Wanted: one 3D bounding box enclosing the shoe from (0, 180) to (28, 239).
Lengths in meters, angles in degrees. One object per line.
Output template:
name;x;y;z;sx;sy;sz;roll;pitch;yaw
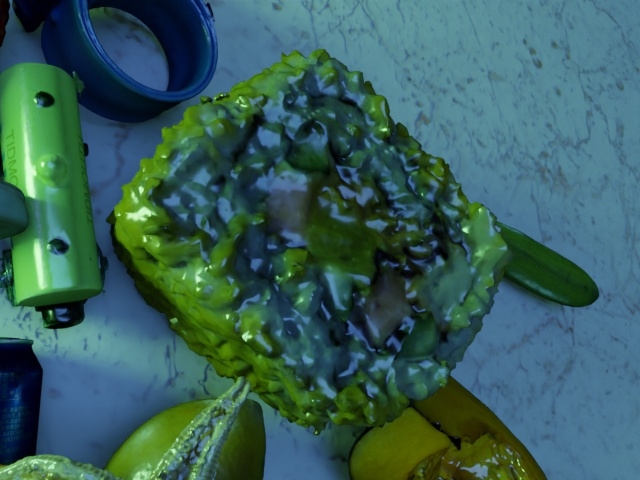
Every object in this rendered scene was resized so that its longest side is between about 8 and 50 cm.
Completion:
shoe;-0.353;-0.042;0.402;0.251;0.103;0.100;-3;68;10

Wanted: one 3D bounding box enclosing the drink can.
drink can;-0.305;0.185;0.416;0.118;0.118;0.204;7;74;-28

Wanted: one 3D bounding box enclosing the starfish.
starfish;-0.156;0.209;0.379;0.248;0.050;0.138;-14;78;-21

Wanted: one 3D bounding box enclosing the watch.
watch;-0.219;-0.244;0.562;0.196;0.171;0.200;-46;116;-31

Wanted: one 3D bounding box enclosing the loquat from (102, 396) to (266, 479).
loquat;-0.129;0.237;0.482;0.152;0.152;0.195;43;62;-14

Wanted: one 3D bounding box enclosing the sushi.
sushi;0.000;0.000;0.565;0.396;0.240;0.351;47;61;-8

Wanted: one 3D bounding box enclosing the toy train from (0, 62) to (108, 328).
toy train;-0.262;-0.045;0.475;0.105;0.157;0.253;-5;78;-33

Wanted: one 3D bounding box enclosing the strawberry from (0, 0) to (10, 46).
strawberry;-0.404;-0.216;0.386;0.274;0.220;0.274;12;57;-19

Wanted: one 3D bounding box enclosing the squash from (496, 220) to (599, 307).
squash;0.367;0.043;0.854;0.293;0.082;0.082;26;66;-20

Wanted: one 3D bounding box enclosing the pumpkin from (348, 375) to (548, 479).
pumpkin;0.149;0.284;0.667;0.312;0.169;0.148;39;21;-19
